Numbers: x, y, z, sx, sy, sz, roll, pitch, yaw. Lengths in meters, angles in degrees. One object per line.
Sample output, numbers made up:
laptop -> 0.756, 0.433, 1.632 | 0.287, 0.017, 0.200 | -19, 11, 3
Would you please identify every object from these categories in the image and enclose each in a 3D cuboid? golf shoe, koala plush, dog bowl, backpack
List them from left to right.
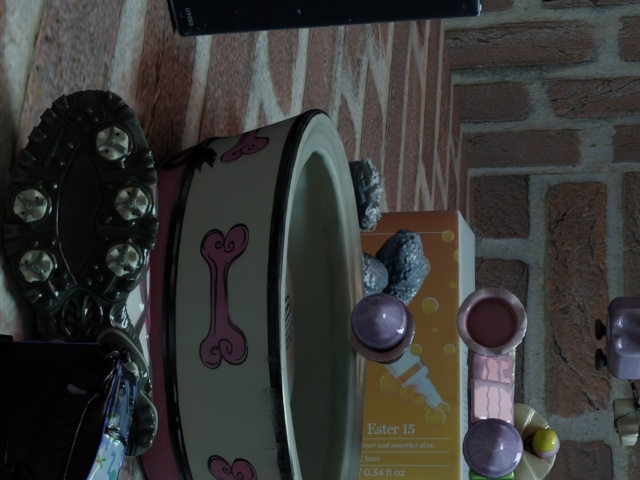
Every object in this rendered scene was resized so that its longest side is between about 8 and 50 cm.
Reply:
backpack -> -0.174, 0.129, 1.067 | 0.084, 0.105, 0.114 | 67, 29, -59
golf shoe -> -0.169, 0.022, 1.184 | 0.120, 0.105, 0.273 | -110, -159, -74
dog bowl -> -0.062, 0.085, 1.533 | 0.408, 0.150, 0.408 | -1, 90, -78
koala plush -> 0.000, 0.000, 1.784 | 0.203, 0.196, 0.221 | -63, 155, -47

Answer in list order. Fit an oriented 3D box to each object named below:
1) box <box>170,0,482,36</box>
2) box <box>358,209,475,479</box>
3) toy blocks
box -> 0.016, -0.348, 1.604 | 0.294, 0.296, 0.183 | -77, 161, -52
box -> 0.084, 0.147, 2.098 | 0.168, 0.215, 0.345 | 44, 45, -74
toy blocks -> 0.175, 0.181, 1.536 | 0.260, 0.309, 0.288 | 70, 20, -76
